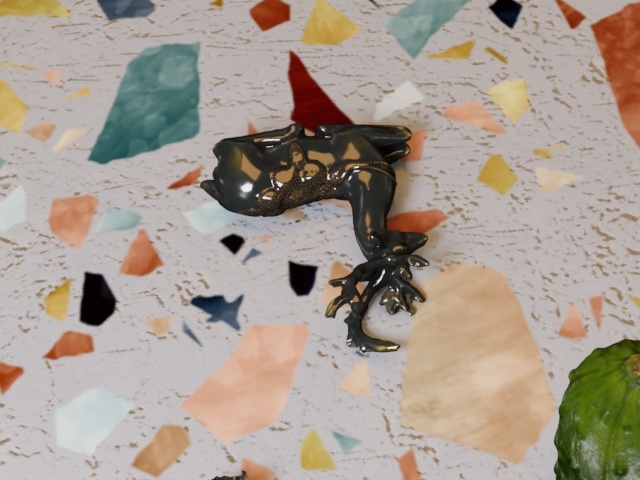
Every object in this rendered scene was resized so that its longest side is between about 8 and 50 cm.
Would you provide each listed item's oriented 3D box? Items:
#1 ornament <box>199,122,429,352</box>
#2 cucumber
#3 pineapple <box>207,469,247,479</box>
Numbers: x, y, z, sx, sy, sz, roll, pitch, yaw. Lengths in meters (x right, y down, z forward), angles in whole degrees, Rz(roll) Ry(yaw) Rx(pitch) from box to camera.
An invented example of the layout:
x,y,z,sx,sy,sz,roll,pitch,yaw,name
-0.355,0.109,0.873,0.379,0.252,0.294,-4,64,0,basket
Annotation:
x,y,z,sx,sy,sz,roll,pitch,yaw,name
0.000,0.000,1.553,0.202,0.080,0.236,-8,54,-3,ornament
0.242,0.142,1.330,0.134,0.244,0.134,-4,60,7,cucumber
-0.083,0.258,1.389,0.074,0.074,0.159,4,53,9,pineapple
